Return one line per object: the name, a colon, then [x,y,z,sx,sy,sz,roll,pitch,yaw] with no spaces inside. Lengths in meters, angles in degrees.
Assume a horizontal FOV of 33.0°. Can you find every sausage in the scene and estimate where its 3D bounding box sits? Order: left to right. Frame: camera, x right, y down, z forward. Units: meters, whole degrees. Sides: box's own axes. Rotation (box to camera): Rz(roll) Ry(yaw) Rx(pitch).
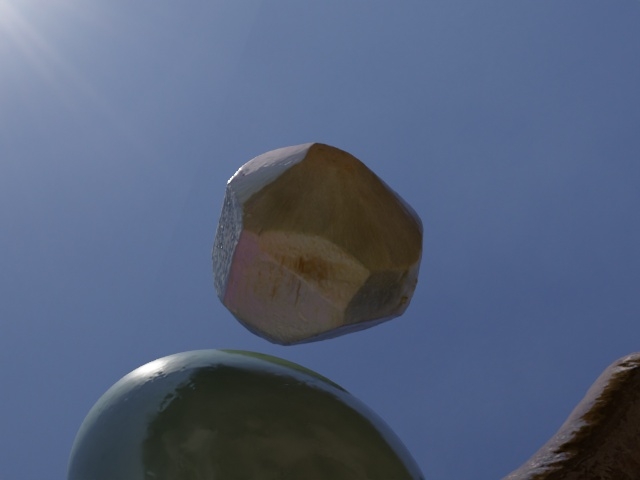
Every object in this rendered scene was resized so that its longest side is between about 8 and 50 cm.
sausage: [0.231,0.251,1.017,0.501,0.123,0.136,-29,-96,-40]

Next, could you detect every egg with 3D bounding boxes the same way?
egg: [-0.048,0.176,0.697,0.282,0.203,0.203,15,-134,42]

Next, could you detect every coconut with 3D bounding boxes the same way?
coconut: [0.000,0.000,1.137,0.237,0.237,0.197,36,-140,2]
